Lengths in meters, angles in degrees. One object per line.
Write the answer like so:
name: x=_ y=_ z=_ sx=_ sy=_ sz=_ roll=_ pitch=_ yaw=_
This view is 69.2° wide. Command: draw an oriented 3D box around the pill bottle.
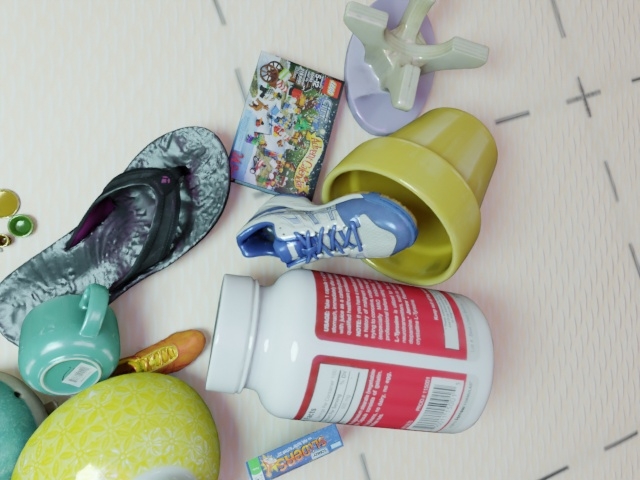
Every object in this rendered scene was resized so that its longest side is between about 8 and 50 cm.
pill bottle: x=0.037 y=0.169 z=0.734 sx=0.408 sy=0.229 sz=0.229 roll=10 pitch=85 yaw=-12

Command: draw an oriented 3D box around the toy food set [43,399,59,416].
toy food set: x=-0.410 y=0.349 z=0.718 sx=0.132 sy=0.038 sz=0.192 roll=-24 pitch=89 yaw=5

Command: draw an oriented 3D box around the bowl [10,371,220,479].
bowl: x=-0.249 y=0.348 z=0.637 sx=0.289 sy=0.156 sz=0.289 roll=-10 pitch=105 yaw=-38

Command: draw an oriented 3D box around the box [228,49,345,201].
box: x=-0.063 y=-0.196 z=0.825 sx=0.159 sy=0.044 sz=0.233 roll=16 pitch=84 yaw=-11

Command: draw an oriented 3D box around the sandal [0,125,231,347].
sandal: x=-0.307 y=0.000 z=0.713 sx=0.167 sy=0.107 sz=0.446 roll=45 pitch=84 yaw=-7

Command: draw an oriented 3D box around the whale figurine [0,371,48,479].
whale figurine: x=-0.512 y=0.311 z=0.634 sx=0.216 sy=0.141 sz=0.272 roll=45 pitch=94 yaw=3

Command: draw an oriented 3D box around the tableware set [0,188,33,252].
tableware set: x=-0.531 y=-0.051 z=0.722 sx=0.104 sy=0.024 sz=0.154 roll=-40 pitch=95 yaw=-12

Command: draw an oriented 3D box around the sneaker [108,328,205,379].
sneaker: x=-0.267 y=0.198 z=0.746 sx=0.175 sy=0.067 sz=0.064 roll=-25 pitch=91 yaw=-14

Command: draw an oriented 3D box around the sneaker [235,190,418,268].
sneaker: x=0.000 y=0.000 z=0.709 sx=0.131 sy=0.296 sz=0.111 roll=-45 pitch=125 yaw=-41

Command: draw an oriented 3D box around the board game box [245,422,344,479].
board game box: x=-0.041 y=0.337 z=0.724 sx=0.136 sy=0.201 sz=0.035 roll=-19 pitch=66 yaw=-12

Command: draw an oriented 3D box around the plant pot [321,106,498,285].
plant pot: x=0.170 y=-0.093 z=0.783 sx=0.254 sy=0.254 sz=0.239 roll=45 pitch=63 yaw=-7

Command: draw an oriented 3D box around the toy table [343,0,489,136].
toy table: x=0.145 y=-0.337 z=0.822 sx=0.252 sy=0.161 sz=0.274 roll=1 pitch=88 yaw=-12

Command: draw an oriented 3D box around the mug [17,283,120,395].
mug: x=-0.355 y=0.147 z=0.656 sx=0.129 sy=0.097 sz=0.157 roll=-11 pitch=130 yaw=-21
